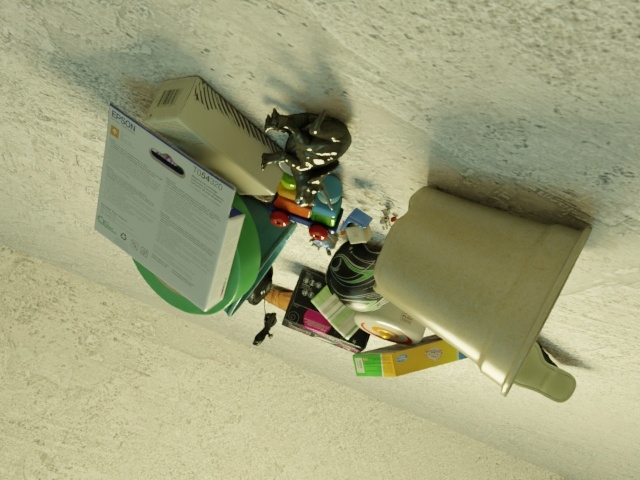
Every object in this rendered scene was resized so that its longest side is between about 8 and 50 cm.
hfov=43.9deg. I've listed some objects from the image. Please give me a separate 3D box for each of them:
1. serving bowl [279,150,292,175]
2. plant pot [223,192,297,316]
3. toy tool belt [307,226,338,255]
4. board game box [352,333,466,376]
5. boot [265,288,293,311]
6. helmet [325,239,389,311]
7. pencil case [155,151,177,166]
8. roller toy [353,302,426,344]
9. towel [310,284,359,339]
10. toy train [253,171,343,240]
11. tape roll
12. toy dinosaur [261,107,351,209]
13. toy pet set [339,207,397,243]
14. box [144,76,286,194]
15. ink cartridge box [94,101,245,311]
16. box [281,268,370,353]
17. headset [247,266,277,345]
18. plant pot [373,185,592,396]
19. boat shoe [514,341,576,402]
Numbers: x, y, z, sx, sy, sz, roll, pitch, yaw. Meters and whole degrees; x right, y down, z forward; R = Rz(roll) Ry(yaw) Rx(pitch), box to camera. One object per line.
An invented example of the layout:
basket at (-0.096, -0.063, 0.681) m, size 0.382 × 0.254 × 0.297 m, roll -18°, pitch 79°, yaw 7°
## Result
serving bowl at (-0.038, -0.156, 1.549) m, size 0.083 × 0.027 × 0.083 m, roll 10°, pitch 150°, yaw 6°
plant pot at (-0.235, -0.002, 1.873) m, size 0.255 × 0.272 × 0.272 m, roll 35°, pitch 161°, yaw 1°
toy tool belt at (0.000, 0.000, 1.922) m, size 0.083 × 0.051 × 0.052 m, roll 29°, pitch 160°, yaw -21°
board game box at (0.282, 0.311, 2.203) m, size 0.316 × 0.064 × 0.242 m, roll -10°, pitch 176°, yaw -24°
boot at (-0.106, 0.218, 2.633) m, size 0.152 × 0.073 × 0.197 m, roll 16°, pitch 149°, yaw 11°
helmet at (0.112, 0.089, 1.907) m, size 0.161 × 0.169 × 0.169 m, roll 30°, pitch 169°, yaw 31°
pencil case at (-0.295, -0.159, 1.755) m, size 0.206 × 0.086 × 0.088 m, roll 2°, pitch 116°, yaw 43°
roller toy at (0.190, 0.190, 2.101) m, size 0.191 × 0.146 × 0.209 m, roll 11°, pitch 159°, yaw 26°
towel at (0.062, 0.184, 2.206) m, size 0.152 × 0.113 × 0.023 m, roll 47°, pitch 167°, yaw -5°
toy train at (-0.071, -0.104, 1.643) m, size 0.248 × 0.105 × 0.143 m, roll 20°, pitch 151°, yaw 5°
tape roll at (-0.278, 0.002, 1.701) m, size 0.321 × 0.077 × 0.321 m, roll 15°, pitch 119°, yaw 28°
toy dinosaur at (-0.012, -0.176, 1.391) m, size 0.160 × 0.121 × 0.313 m, roll 8°, pitch 154°, yaw -15°
toy pet set at (0.082, -0.045, 1.664) m, size 0.122 × 0.114 × 0.065 m, roll -8°, pitch 112°, yaw 30°
box at (-0.192, -0.193, 1.519) m, size 0.113 × 0.094 × 0.275 m, roll 5°, pitch 156°, yaw 42°
ink cartridge box at (-0.301, -0.069, 1.581) m, size 0.324 × 0.071 × 0.330 m, roll 35°, pitch 130°, yaw 17°
box at (0.030, 0.206, 2.298) m, size 0.247 × 0.163 × 0.142 m, roll 21°, pitch 164°, yaw -2°
headset at (-0.251, 0.145, 2.398) m, size 0.243 × 0.185 × 0.394 m, roll 4°, pitch 144°, yaw 42°
plant pot at (0.275, 0.063, 1.446) m, size 0.305 × 0.334 × 0.334 m, roll 27°, pitch 164°, yaw 18°
boat shoe at (0.552, 0.326, 2.148) m, size 0.340 × 0.127 × 0.113 m, roll 29°, pitch -177°, yaw -29°
